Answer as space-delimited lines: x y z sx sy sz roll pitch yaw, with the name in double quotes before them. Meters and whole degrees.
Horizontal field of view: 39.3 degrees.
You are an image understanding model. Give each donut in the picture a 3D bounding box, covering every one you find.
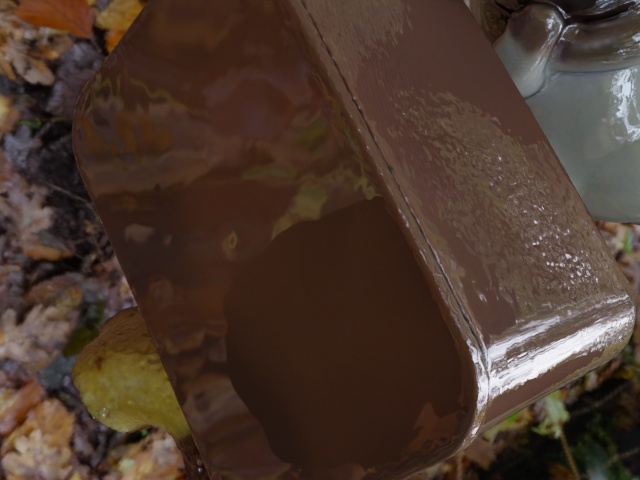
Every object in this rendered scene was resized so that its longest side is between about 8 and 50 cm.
"donut" -0.091 0.170 0.757 0.151 0.295 0.112 -35 174 23

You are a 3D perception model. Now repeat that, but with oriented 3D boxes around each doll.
"doll" 0.244 -0.166 0.796 0.226 0.215 0.370 -55 139 -28

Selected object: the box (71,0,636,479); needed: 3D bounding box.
"box" 0.023 -0.010 0.627 0.229 0.339 0.239 -8 156 -47
